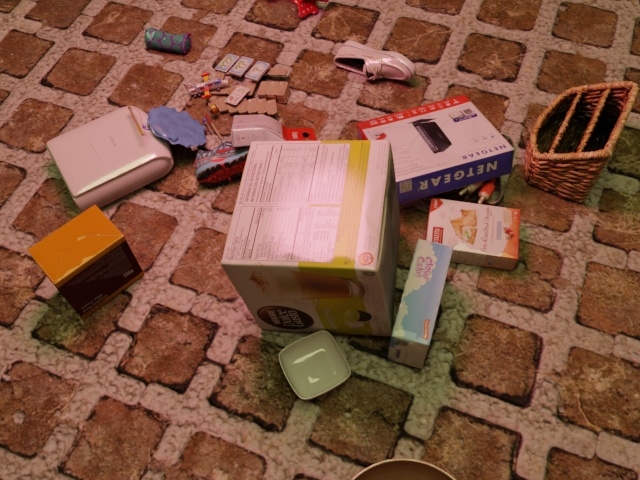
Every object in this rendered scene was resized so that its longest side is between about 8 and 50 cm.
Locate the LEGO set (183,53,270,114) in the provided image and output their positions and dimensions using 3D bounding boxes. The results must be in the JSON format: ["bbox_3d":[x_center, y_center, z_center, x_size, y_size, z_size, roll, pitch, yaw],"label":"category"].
[{"bbox_3d":[-0.298,-0.496,1.971,0.183,0.060,0.244,23,65,28],"label":"LEGO set"}]

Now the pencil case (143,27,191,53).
[{"bbox_3d":[-0.501,-0.658,2.094,0.152,0.064,0.070,14,85,10],"label":"pencil case"}]

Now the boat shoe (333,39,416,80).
[{"bbox_3d":[0.163,-0.542,1.975,0.268,0.096,0.088,27,67,19],"label":"boat shoe"}]

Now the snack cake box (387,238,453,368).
[{"bbox_3d":[0.235,0.149,1.507,0.089,0.152,0.264,14,60,11],"label":"snack cake box"}]

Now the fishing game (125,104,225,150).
[{"bbox_3d":[-0.413,-0.320,1.838,0.264,0.041,0.189,-5,48,-41],"label":"fishing game"}]

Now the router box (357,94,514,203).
[{"bbox_3d":[0.308,-0.258,1.755,0.336,0.082,0.301,-16,44,-8],"label":"router box"}]

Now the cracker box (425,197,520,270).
[{"bbox_3d":[0.392,-0.018,1.654,0.233,0.067,0.155,8,58,8],"label":"cracker box"}]

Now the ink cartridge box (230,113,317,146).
[{"bbox_3d":[-0.134,-0.318,1.811,0.233,0.066,0.189,-8,23,-2],"label":"ink cartridge box"}]

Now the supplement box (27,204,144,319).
[{"bbox_3d":[-0.572,0.056,1.577,0.191,0.194,0.129,-39,64,-20],"label":"supplement box"}]

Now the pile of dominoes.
[{"bbox_3d":[-0.224,-0.457,1.987,0.251,0.040,0.195,5,59,15],"label":"pile of dominoes"}]

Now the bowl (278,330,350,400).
[{"bbox_3d":[-0.014,0.297,1.485,0.142,0.053,0.142,-24,60,-13],"label":"bowl"}]

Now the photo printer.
[{"bbox_3d":[-0.588,-0.243,1.815,0.308,0.107,0.256,-28,61,-14],"label":"photo printer"}]

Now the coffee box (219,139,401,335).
[{"bbox_3d":[0.000,0.000,1.482,0.335,0.337,0.338,1,58,13],"label":"coffee box"}]

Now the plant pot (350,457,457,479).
[{"bbox_3d":[0.160,0.583,1.219,0.284,0.191,0.284,-2,58,3],"label":"plant pot"}]

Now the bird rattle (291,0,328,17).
[{"bbox_3d":[-0.072,-0.882,2.184,0.254,0.143,0.207,26,46,14],"label":"bird rattle"}]

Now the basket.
[{"bbox_3d":[0.688,-0.296,1.722,0.214,0.223,0.299,26,64,17],"label":"basket"}]

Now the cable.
[{"bbox_3d":[0.476,-0.195,1.755,0.140,0.072,0.287,31,65,23],"label":"cable"}]

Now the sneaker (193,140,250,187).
[{"bbox_3d":[-0.234,-0.248,1.805,0.262,0.104,0.125,-16,57,-8],"label":"sneaker"}]
